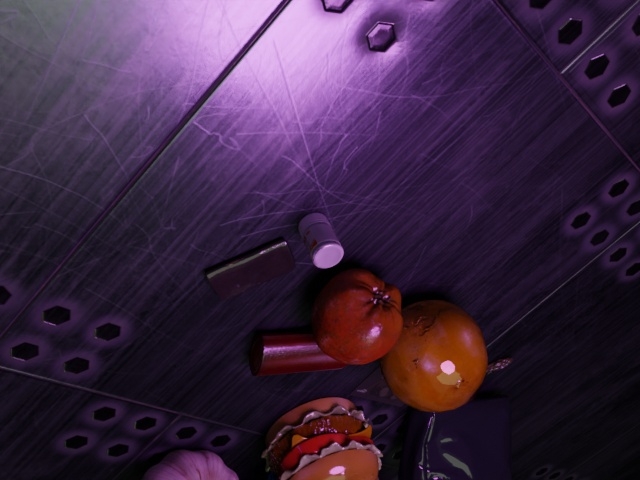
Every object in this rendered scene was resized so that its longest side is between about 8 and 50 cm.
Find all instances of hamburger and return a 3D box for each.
[{"bbox_3d":[0.010,0.521,1.572,0.275,0.212,0.274,-12,134,-13],"label":"hamburger"}]

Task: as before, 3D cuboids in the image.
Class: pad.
[{"bbox_3d":[0.175,0.349,1.638,0.190,0.004,0.127,22,119,-39],"label":"pad"}]

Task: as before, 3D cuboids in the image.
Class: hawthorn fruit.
[{"bbox_3d":[0.069,0.147,1.286,0.189,0.189,0.189,-13,135,-13],"label":"hawthorn fruit"}]

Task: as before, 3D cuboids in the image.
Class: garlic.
[{"bbox_3d":[-0.324,0.586,1.513,0.253,0.244,0.245,-18,147,41],"label":"garlic"}]

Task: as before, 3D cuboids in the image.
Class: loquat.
[{"bbox_3d":[0.230,0.234,1.393,0.235,0.235,0.234,-13,135,-13],"label":"loquat"}]

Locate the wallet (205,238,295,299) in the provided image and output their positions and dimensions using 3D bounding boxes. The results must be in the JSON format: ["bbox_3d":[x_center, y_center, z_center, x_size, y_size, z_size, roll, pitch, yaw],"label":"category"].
[{"bbox_3d":[-0.122,0.053,1.214,0.157,0.018,0.082,-24,135,-2],"label":"wallet"}]

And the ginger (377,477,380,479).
[{"bbox_3d":[0.091,0.740,1.883,0.276,0.130,0.221,-8,123,-16],"label":"ginger"}]

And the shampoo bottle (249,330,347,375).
[{"bbox_3d":[-0.010,0.227,1.394,0.261,0.064,0.102,0,130,-24],"label":"shampoo bottle"}]

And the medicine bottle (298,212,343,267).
[{"bbox_3d":[0.000,0.000,1.169,0.057,0.089,0.057,-13,135,-13],"label":"medicine bottle"}]

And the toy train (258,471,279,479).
[{"bbox_3d":[-0.074,0.722,1.665,0.300,0.265,0.188,33,115,-17],"label":"toy train"}]

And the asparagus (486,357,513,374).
[{"bbox_3d":[0.372,0.341,1.702,0.236,0.027,0.034,-19,146,-7],"label":"asparagus"}]

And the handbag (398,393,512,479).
[{"bbox_3d":[0.341,0.516,1.770,0.302,0.178,0.274,0,87,-27],"label":"handbag"}]
